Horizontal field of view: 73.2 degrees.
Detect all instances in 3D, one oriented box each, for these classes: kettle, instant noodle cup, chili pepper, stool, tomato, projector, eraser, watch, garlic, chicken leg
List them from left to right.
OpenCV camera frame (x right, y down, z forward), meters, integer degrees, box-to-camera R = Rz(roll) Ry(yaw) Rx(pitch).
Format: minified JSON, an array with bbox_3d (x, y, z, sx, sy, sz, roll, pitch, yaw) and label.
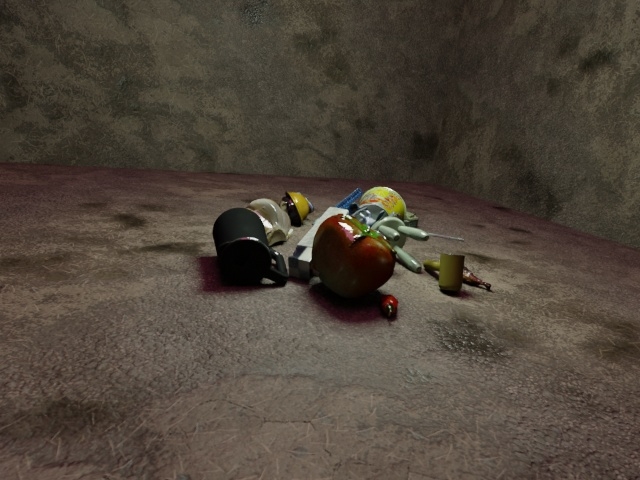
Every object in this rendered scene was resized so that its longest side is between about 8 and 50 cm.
[{"bbox_3d":[-0.270,0.044,1.581,0.203,0.262,0.308,-31,27,-2],"label":"kettle"},{"bbox_3d":[-0.262,-0.072,1.949,0.292,0.237,0.210,37,-12,36],"label":"garlic"},{"bbox_3d":[0.000,0.000,1.716,0.098,0.096,0.404,12,35,20],"label":"eraser"},{"bbox_3d":[0.087,-0.149,2.192,0.274,0.068,0.276,-35,12,20],"label":"watch"},{"bbox_3d":[0.102,0.059,1.481,0.303,0.239,0.303,31,15,-9],"label":"tomato"},{"bbox_3d":[0.289,-0.125,2.194,0.264,0.265,0.200,13,25,19],"label":"instant noodle cup"},{"bbox_3d":[0.225,0.205,1.408,0.059,0.050,0.191,-8,8,7],"label":"chili pepper"},{"bbox_3d":[0.422,-0.130,2.515,0.269,0.088,0.193,-7,25,-38],"label":"projector"},{"bbox_3d":[0.319,0.017,1.813,0.195,0.195,0.199,1,19,-21],"label":"stool"},{"bbox_3d":[0.601,0.142,1.765,0.089,0.048,0.219,-3,19,-19],"label":"chicken leg"}]

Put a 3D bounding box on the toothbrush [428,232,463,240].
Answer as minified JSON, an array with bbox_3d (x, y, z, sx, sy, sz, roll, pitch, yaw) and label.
[{"bbox_3d":[0.694,-0.019,2.385,0.194,0.014,0.017,11,18,11],"label":"toothbrush"}]

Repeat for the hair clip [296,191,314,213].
[{"bbox_3d":[-0.088,-0.191,2.390,0.116,0.172,0.049,20,58,11],"label":"hair clip"}]

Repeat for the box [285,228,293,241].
[{"bbox_3d":[-0.251,-0.042,2.051,0.220,0.032,0.122,10,19,7],"label":"box"}]

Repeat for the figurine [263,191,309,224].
[{"bbox_3d":[-0.188,-0.175,2.271,0.256,0.167,0.192,4,4,-8],"label":"figurine"}]

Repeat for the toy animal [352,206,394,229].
[{"bbox_3d":[0.217,-0.061,1.933,0.239,0.176,0.255,-29,7,-31],"label":"toy animal"}]

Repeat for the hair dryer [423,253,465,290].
[{"bbox_3d":[0.480,0.118,1.720,0.090,0.135,0.278,4,0,-9],"label":"hair dryer"}]
